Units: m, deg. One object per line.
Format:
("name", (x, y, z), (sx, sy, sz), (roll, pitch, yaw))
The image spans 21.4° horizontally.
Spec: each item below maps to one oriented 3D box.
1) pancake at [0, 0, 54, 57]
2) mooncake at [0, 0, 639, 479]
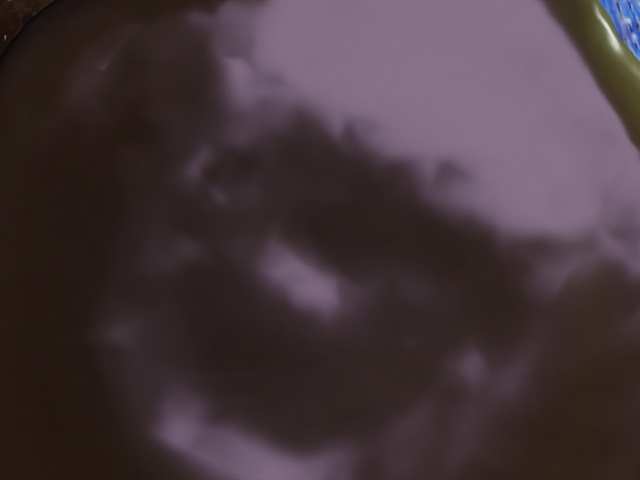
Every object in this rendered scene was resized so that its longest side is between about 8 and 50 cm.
("pancake", (-0.321, -0.150, 1.012), (0.387, 0.082, 0.387), (-8, 108, -23))
("mooncake", (0.006, 0.034, 1.001), (0.467, 0.262, 0.467), (-1, 99, -5))
